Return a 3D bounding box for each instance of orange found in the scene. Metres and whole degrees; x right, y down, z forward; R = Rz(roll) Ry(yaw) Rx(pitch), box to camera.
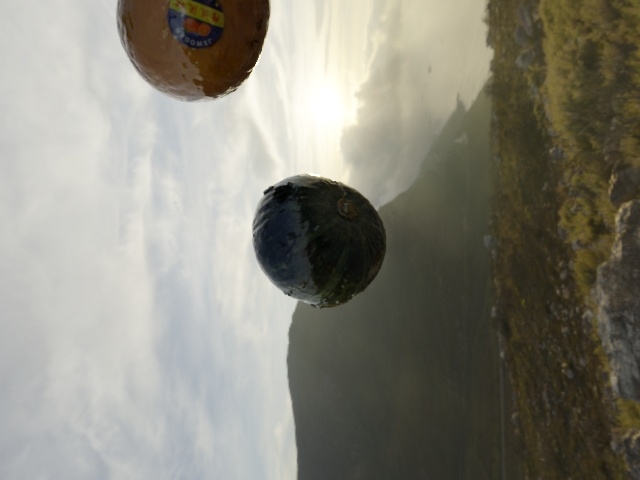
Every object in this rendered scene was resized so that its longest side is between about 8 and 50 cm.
[{"bbox_3d":[-0.165,-0.293,0.600,0.219,0.192,0.219,-165,90,-79],"label":"orange"}]

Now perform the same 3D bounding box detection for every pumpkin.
[{"bbox_3d":[-0.001,-0.001,0.616,0.146,0.190,0.190,117,162,-51],"label":"pumpkin"}]
